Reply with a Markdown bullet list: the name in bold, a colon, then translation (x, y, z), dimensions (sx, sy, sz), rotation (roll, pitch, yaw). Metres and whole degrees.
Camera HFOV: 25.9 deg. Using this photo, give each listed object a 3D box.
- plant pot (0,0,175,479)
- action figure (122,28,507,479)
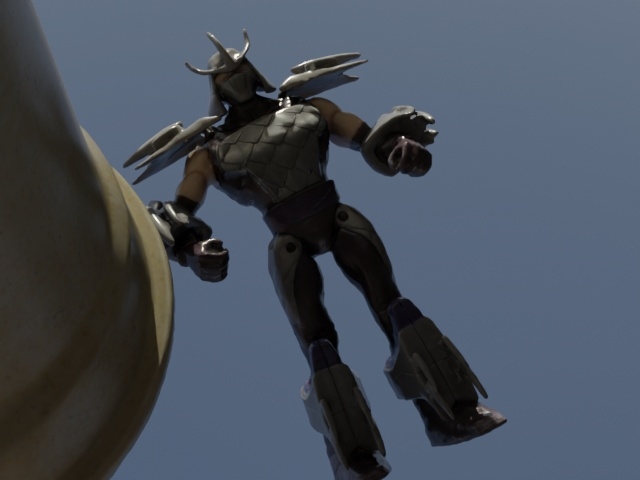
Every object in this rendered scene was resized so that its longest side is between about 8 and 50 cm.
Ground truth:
- **plant pot**: translation (-0.243, -0.050, 0.611), dimensions (0.334, 0.305, 0.333), rotation (0, -131, 0)
- **action figure**: translation (0.000, 0.000, 0.832), dimensions (0.185, 0.099, 0.285), rotation (-27, -91, -3)
